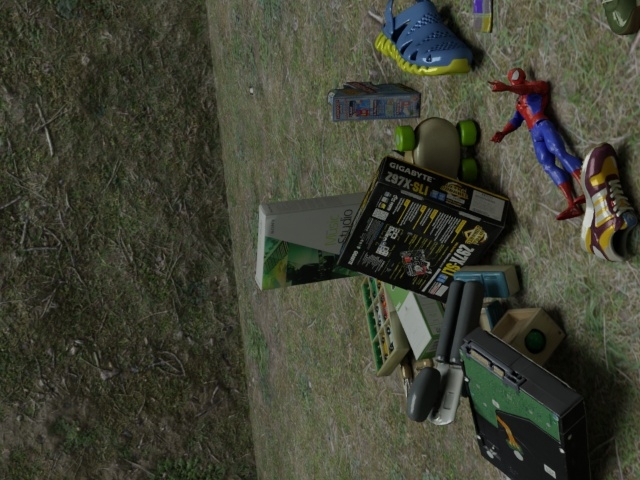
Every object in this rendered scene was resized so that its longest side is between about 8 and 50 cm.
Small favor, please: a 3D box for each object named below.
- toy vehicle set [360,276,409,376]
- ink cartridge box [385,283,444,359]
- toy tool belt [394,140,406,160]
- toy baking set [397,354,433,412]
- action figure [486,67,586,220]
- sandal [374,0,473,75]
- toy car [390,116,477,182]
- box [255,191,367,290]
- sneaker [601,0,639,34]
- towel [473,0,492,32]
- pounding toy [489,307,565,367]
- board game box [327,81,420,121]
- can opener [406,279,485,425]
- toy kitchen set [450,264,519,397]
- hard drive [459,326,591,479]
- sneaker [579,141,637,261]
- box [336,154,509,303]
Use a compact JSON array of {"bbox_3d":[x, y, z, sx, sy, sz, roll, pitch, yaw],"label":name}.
[{"bbox_3d":[0.159,0.187,2.150,0.166,0.035,0.266,113,153,-55],"label":"toy vehicle set"},{"bbox_3d":[0.227,0.158,1.985,0.109,0.062,0.209,110,145,-53],"label":"ink cartridge box"},{"bbox_3d":[0.203,-0.198,1.935,0.051,0.052,0.083,57,-173,-48],"label":"toy tool belt"},{"bbox_3d":[0.216,0.319,2.130,0.256,0.030,0.196,105,149,-47],"label":"toy baking set"},{"bbox_3d":[0.347,-0.172,1.438,0.091,0.139,0.280,122,137,-59],"label":"action figure"},{"bbox_3d":[0.203,-0.418,1.731,0.317,0.126,0.138,-132,42,-53],"label":"sandal"},{"bbox_3d":[0.218,-0.185,1.766,0.188,0.155,0.148,-126,31,-73],"label":"toy car"},{"bbox_3d":[0.000,0.000,2.150,0.058,0.322,0.232,-119,28,-50],"label":"box"},{"bbox_3d":[0.405,-0.392,1.246,0.064,0.086,0.192,177,84,-69],"label":"sneaker"},{"bbox_3d":[0.303,-0.431,1.608,0.060,0.009,0.083,-140,45,-62],"label":"towel"},{"bbox_3d":[0.369,0.201,1.536,0.100,0.130,0.141,46,161,-10],"label":"pounding toy"},{"bbox_3d":[0.095,-0.319,1.943,0.194,0.194,0.060,-136,41,-57],"label":"board game box"},{"bbox_3d":[0.238,0.204,1.580,0.074,0.093,0.280,1,69,51],"label":"can opener"},{"bbox_3d":[0.300,0.171,1.636,0.122,0.166,0.207,-4,106,48],"label":"toy kitchen set"},{"bbox_3d":[0.361,0.329,1.499,0.237,0.064,0.339,34,153,45],"label":"hard drive"},{"bbox_3d":[0.450,-0.058,1.316,0.084,0.070,0.185,28,131,54],"label":"sneaker"},{"bbox_3d":[0.195,-0.012,1.733,0.322,0.257,0.079,113,175,-56],"label":"box"}]
